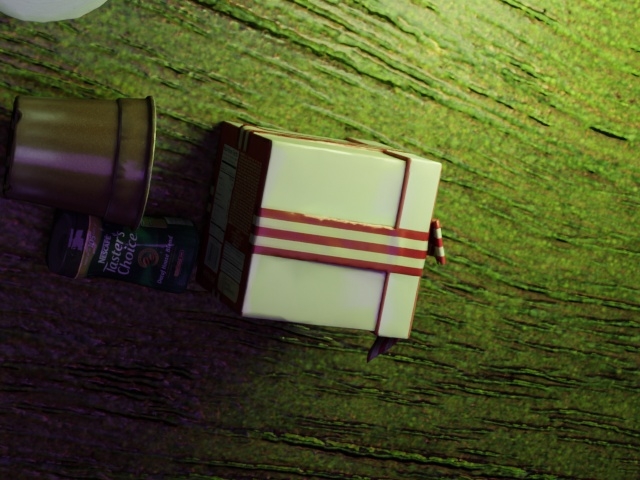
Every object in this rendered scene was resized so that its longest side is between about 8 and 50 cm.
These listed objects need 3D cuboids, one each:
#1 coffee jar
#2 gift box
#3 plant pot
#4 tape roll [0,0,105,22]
[{"bbox_3d":[-0.253,0.008,2.020,0.184,0.079,0.096,9,108,-22],"label":"coffee jar"},{"bbox_3d":[0.000,0.000,2.015,0.258,0.255,0.276,6,103,-20],"label":"gift box"},{"bbox_3d":[-0.294,-0.104,1.921,0.165,0.167,0.167,8,109,-15],"label":"plant pot"},{"bbox_3d":[-0.322,-0.367,1.845,0.219,0.072,0.219,-7,113,-17],"label":"tape roll"}]
